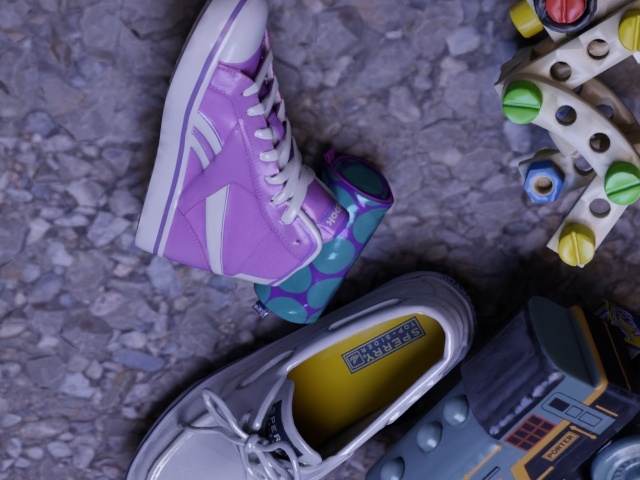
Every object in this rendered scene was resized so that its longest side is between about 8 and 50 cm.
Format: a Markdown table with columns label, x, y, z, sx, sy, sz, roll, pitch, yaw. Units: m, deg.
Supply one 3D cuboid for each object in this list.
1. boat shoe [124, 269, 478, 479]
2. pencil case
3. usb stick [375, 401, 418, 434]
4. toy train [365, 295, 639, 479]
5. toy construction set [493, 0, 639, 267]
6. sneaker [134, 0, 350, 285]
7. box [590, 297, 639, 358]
| label | x | y | z | sx | sy | sz | roll | pitch | yaw |
| --- | --- | --- | --- | --- | --- | --- | --- | --- | --- |
| boat shoe | -0.029 | 0.159 | 1.593 | 0.367 | 0.156 | 0.136 | -31 | 93 | 13 |
| pencil case | 0.000 | 0.000 | 1.556 | 0.070 | 0.064 | 0.152 | 37 | 119 | 6 |
| usb stick | -0.039 | 0.191 | 1.716 | 0.278 | 0.045 | 0.077 | -29 | 134 | 14 |
| toy train | 0.162 | 0.191 | 1.606 | 0.190 | 0.142 | 0.334 | 27 | 122 | -28 |
| toy construction set | 0.271 | -0.146 | 1.429 | 0.327 | 0.151 | 0.215 | -33 | 102 | 7 |
| sneaker | -0.041 | -0.078 | 1.440 | 0.161 | 0.102 | 0.282 | 21 | 137 | 5 |
| box | 0.234 | 0.136 | 1.705 | 0.054 | 0.059 | 0.169 | 25 | 121 | -23 |
